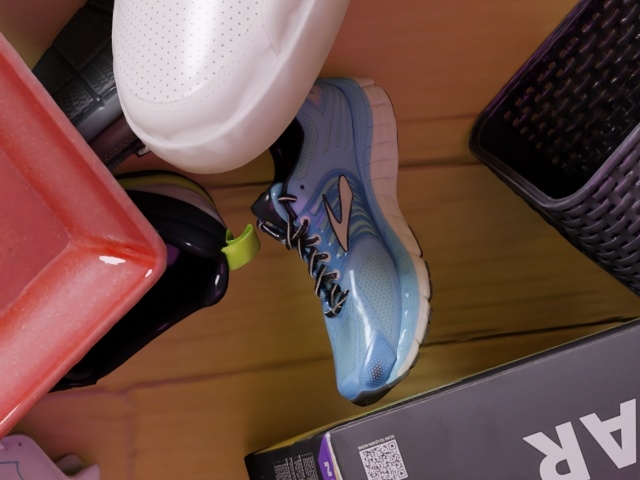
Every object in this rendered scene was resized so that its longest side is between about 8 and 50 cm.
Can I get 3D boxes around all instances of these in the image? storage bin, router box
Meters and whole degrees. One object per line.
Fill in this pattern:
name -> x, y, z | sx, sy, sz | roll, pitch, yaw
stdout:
storage bin -> 0.173, -0.073, 0.826 | 0.084, 0.122, 0.180 | 39, 94, -27
router box -> 0.133, 0.084, 0.803 | 0.309, 0.243, 0.081 | -17, 84, -13

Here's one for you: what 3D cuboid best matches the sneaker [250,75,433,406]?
sneaker -> 0.000, 0.000, 0.790 | 0.073, 0.162, 0.063 | 2, 154, -29

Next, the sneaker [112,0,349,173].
sneaker -> -0.052, -0.185, 0.641 | 0.169, 0.108, 0.292 | 34, 64, -57

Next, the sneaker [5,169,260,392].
sneaker -> -0.142, 0.031, 0.770 | 0.235, 0.097, 0.084 | -25, 115, -9

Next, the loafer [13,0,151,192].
loafer -> -0.032, -0.105, 0.763 | 0.267, 0.096, 0.084 | -48, 123, 0

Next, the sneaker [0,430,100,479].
sneaker -> -0.169, 0.113, 0.817 | 0.152, 0.054, 0.061 | 24, 86, -41

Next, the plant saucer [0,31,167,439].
plant saucer -> -0.219, 0.007, 0.645 | 0.258, 0.048, 0.259 | -46, 128, -15
